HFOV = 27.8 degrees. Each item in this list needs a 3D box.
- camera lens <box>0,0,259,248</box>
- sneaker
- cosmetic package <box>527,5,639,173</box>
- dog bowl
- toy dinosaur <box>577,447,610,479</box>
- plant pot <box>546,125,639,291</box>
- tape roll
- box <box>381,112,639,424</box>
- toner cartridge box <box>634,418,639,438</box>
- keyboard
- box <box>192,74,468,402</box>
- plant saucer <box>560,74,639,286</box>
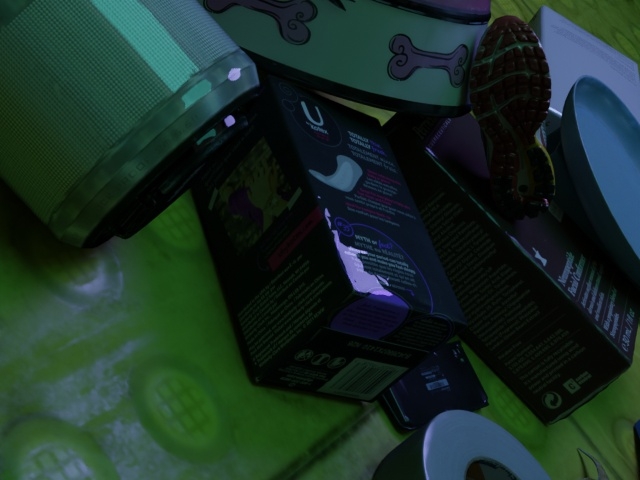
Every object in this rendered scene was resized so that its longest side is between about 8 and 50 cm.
[{"bbox_3d":[-0.203,-0.148,1.068,0.274,0.219,0.219,48,29,-2],"label":"camera lens"},{"bbox_3d":[0.204,-0.138,1.407,0.093,0.088,0.225,-91,174,-60],"label":"sneaker"},{"bbox_3d":[0.368,-0.185,1.933,0.197,0.155,0.365,31,33,-9],"label":"cosmetic package"},{"bbox_3d":[0.007,-0.284,1.426,0.408,0.150,0.408,19,19,-7],"label":"dog bowl"},{"bbox_3d":[0.320,0.292,1.424,0.092,0.053,0.183,43,29,-7],"label":"toy dinosaur"},{"bbox_3d":[0.319,-0.004,1.674,0.234,0.165,0.165,53,29,-5],"label":"plant pot"},{"bbox_3d":[0.150,0.269,1.200,0.219,0.072,0.219,35,31,-24],"label":"tape roll"},{"bbox_3d":[0.202,0.007,1.523,0.381,0.143,0.191,44,29,-4],"label":"box"},{"bbox_3d":[0.549,0.351,1.608,0.348,0.075,0.165,41,15,-13],"label":"toner cartridge box"},{"bbox_3d":[0.108,0.140,1.353,0.180,0.023,0.108,-4,64,-56],"label":"keyboard"},{"bbox_3d":[0.000,0.000,1.245,0.165,0.143,0.270,18,41,-42],"label":"box"},{"bbox_3d":[0.387,-0.058,1.629,0.317,0.043,0.318,39,36,-35],"label":"plant saucer"}]
